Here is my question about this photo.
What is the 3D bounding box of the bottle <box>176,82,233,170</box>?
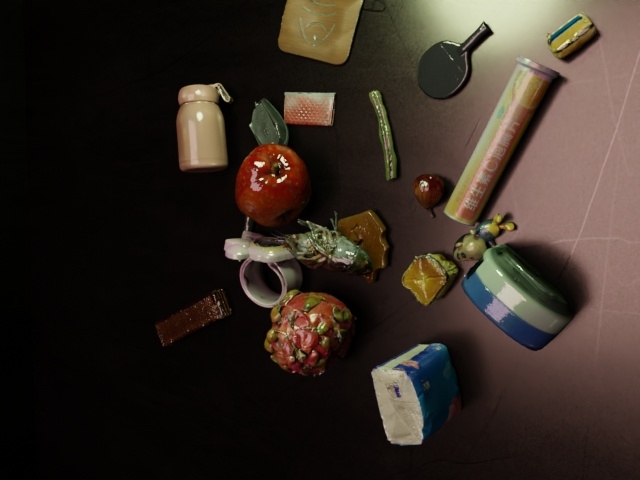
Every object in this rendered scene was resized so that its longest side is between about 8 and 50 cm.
[{"bbox_3d":[-0.404,-0.396,2.001,0.206,0.173,0.297,-5,90,4],"label":"bottle"}]

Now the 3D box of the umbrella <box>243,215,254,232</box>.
[{"bbox_3d":[-0.255,-0.027,2.004,0.036,0.031,0.133,20,107,34],"label":"umbrella"}]

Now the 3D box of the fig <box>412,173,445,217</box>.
[{"bbox_3d":[0.298,-0.120,1.578,0.088,0.088,0.125,23,128,32],"label":"fig"}]

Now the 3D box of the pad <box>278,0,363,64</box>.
[{"bbox_3d":[0.001,-0.707,1.759,0.286,0.018,0.284,25,108,32],"label":"pad"}]

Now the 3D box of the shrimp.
[{"bbox_3d":[0.002,0.001,1.733,0.371,0.137,0.172,25,75,20],"label":"shrimp"}]

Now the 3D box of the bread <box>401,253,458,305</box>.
[{"bbox_3d":[0.304,0.100,1.594,0.128,0.069,0.140,42,120,26],"label":"bread"}]

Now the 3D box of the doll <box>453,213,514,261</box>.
[{"bbox_3d":[0.419,0.003,1.497,0.179,0.102,0.089,-42,28,35],"label":"doll"}]

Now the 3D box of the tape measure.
[{"bbox_3d":[0.473,0.131,1.373,0.259,0.262,0.138,44,107,23],"label":"tape measure"}]

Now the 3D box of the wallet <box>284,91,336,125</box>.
[{"bbox_3d":[-0.038,-0.420,1.815,0.196,0.020,0.103,10,100,34],"label":"wallet"}]

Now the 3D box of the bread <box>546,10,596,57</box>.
[{"bbox_3d":[0.592,-0.479,1.342,0.106,0.053,0.072,-37,51,30],"label":"bread"}]

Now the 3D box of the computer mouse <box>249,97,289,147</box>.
[{"bbox_3d":[-0.162,-0.371,1.882,0.231,0.071,0.126,60,138,27],"label":"computer mouse"}]

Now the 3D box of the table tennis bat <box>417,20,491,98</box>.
[{"bbox_3d":[0.357,-0.486,1.524,0.236,0.027,0.150,-43,70,32],"label":"table tennis bat"}]

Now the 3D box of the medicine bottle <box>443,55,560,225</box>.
[{"bbox_3d":[0.449,-0.240,1.439,0.108,0.108,0.426,34,115,28],"label":"medicine bottle"}]

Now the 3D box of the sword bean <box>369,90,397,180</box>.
[{"bbox_3d":[0.186,-0.309,1.658,0.043,0.038,0.270,-12,87,11],"label":"sword bean"}]

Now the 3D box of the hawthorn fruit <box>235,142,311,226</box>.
[{"bbox_3d":[-0.147,-0.175,1.774,0.258,0.258,0.262,29,133,30],"label":"hawthorn fruit"}]

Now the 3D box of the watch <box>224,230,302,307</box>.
[{"bbox_3d":[-0.191,0.103,1.885,0.248,0.210,0.218,10,109,26],"label":"watch"}]

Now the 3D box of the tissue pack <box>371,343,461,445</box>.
[{"bbox_3d":[0.268,0.402,1.526,0.137,0.269,0.210,-18,84,36],"label":"tissue pack"}]

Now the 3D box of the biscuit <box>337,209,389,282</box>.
[{"bbox_3d":[0.133,0.025,1.728,0.182,0.034,0.216,-16,87,39],"label":"biscuit"}]

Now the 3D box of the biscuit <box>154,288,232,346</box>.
[{"bbox_3d":[-0.490,0.300,2.180,0.388,0.073,0.107,-29,79,35],"label":"biscuit"}]

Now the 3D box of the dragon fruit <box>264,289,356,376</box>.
[{"bbox_3d":[-0.047,0.277,1.729,0.269,0.291,0.250,32,118,30],"label":"dragon fruit"}]
